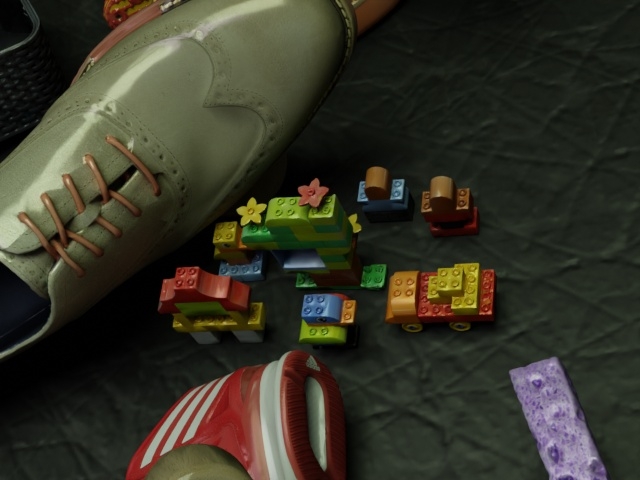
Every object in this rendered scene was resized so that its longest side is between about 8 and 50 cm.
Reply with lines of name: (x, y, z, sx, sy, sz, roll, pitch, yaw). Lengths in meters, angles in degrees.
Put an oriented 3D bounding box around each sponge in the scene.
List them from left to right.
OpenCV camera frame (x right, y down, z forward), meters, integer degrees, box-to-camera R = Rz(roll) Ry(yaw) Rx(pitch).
sponge: (0.148, 0.173, 0.606, 0.031, 0.117, 0.210, -20, 55, 7)

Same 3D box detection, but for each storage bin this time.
storage bin: (-0.303, -0.132, 0.960, 0.180, 0.084, 0.122, -27, 54, -9)

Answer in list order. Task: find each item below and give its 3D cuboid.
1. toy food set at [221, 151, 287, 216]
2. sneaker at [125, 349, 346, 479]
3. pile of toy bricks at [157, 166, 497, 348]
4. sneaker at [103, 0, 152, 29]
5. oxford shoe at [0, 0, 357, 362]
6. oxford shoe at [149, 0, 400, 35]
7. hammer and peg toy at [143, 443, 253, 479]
toy food set: (-0.065, -0.056, 0.854, 0.082, 0.083, 0.020, -17, 21, 1)
sneaker: (-0.048, 0.183, 0.715, 0.128, 0.087, 0.221, -17, 56, 33)
pile of toy bricks: (0.000, 0.000, 0.773, 0.212, 0.105, 0.118, -4, 59, 18)
sneaker: (-0.094, -0.217, 0.977, 0.175, 0.064, 0.067, -30, 33, -4)
oxford shoe: (-0.136, -0.023, 0.771, 0.397, 0.140, 0.146, -39, 20, 15)
oxford shoe: (-0.096, -0.151, 0.882, 0.363, 0.133, 0.130, -43, 56, -8)
hammer and peg toy: (-0.090, 0.290, 0.544, 0.266, 0.127, 0.361, 38, 82, -4)
